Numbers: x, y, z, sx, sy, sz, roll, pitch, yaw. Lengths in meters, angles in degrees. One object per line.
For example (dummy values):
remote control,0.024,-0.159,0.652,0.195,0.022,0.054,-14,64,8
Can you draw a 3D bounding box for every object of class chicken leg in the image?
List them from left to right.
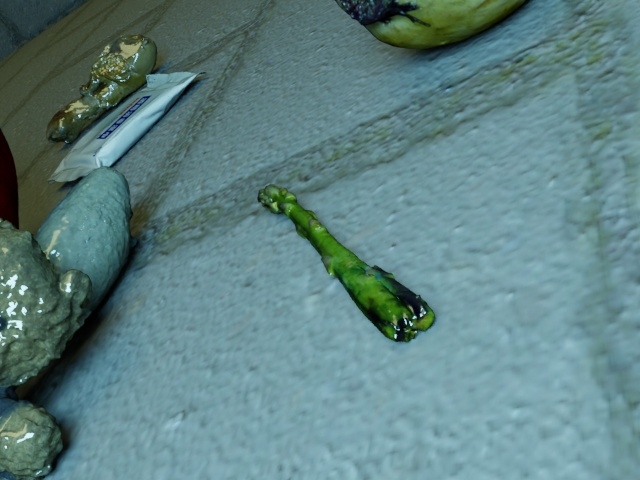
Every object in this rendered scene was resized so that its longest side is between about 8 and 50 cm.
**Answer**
chicken leg,-0.304,-0.206,1.090,0.198,0.069,0.085,-48,52,-7

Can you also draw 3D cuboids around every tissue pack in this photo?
tissue pack,-0.226,-0.134,0.912,0.123,0.026,0.193,2,46,50

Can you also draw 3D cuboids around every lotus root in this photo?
lotus root,0.101,-0.211,0.541,0.214,0.138,0.138,-31,25,-15

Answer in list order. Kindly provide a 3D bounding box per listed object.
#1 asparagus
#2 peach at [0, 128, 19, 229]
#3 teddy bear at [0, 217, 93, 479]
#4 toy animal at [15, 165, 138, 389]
asparagus,0.000,0.000,0.441,0.022,0.023,0.233,3,17,-22
peach,-0.417,-0.027,0.589,0.388,0.388,0.388,-29,28,17
teddy bear,-0.241,0.102,0.455,0.251,0.182,0.129,-55,-1,-21
toy animal,-0.200,0.054,0.562,0.079,0.070,0.252,118,177,-66
